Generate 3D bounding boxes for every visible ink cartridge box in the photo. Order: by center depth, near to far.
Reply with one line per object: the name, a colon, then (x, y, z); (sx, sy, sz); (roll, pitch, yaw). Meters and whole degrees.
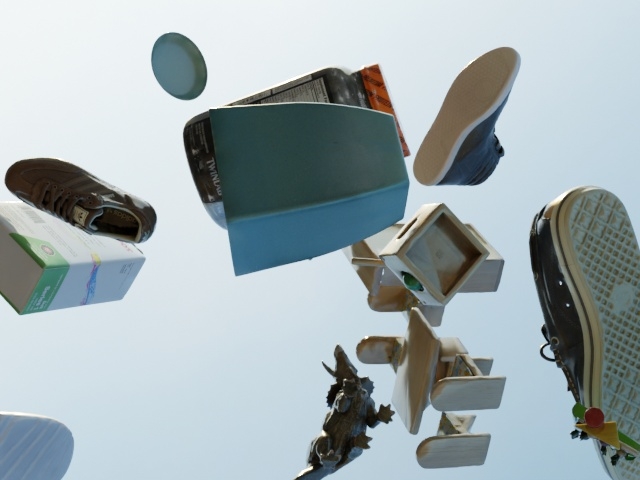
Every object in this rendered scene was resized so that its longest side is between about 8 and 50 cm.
ink cartridge box: (-0.504, 0.026, 1.962); (0.201, 0.278, 0.117); (41, -69, 22)

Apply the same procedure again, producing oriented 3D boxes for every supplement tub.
supplement tub: (-0.036, -0.158, 1.686); (0.338, 0.207, 0.207); (-18, -137, 8)

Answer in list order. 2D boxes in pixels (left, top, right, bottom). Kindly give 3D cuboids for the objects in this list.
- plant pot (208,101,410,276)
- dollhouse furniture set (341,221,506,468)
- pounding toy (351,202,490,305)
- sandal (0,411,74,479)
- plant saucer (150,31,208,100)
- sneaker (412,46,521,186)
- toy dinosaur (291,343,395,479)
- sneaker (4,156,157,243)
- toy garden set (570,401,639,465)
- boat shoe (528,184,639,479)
plant pot: (-0.012, -0.075, 1.328); (0.234, 0.166, 0.166); (-8, -115, -5)
dollhouse furniture set: (0.163, 0.175, 1.959); (0.362, 0.256, 0.394); (-121, -144, -58)
pounding toy: (0.148, 0.026, 1.550); (0.141, 0.130, 0.100); (-47, -167, -15)
sandal: (-0.344, 0.183, 0.900); (0.076, 0.265, 0.102); (10, -95, 44)
plant saucer: (-0.242, -0.291, 1.739); (0.021, 0.119, 0.119); (-14, -130, 43)
sneaker: (0.298, -0.220, 1.904); (0.104, 0.147, 0.296); (50, -61, 36)
toy dinosaur: (0.034, 0.325, 1.717); (0.160, 0.121, 0.314); (124, -13, -66)
sneaker: (-0.285, -0.047, 1.225); (0.071, 0.188, 0.066); (-101, -151, -70)
toy garden set: (0.450, 0.318, 1.447); (0.244, 0.204, 0.049); (35, -94, 20)
boat shoe: (0.461, 0.155, 1.696); (0.186, 0.500, 0.156); (-18, -175, -21)
